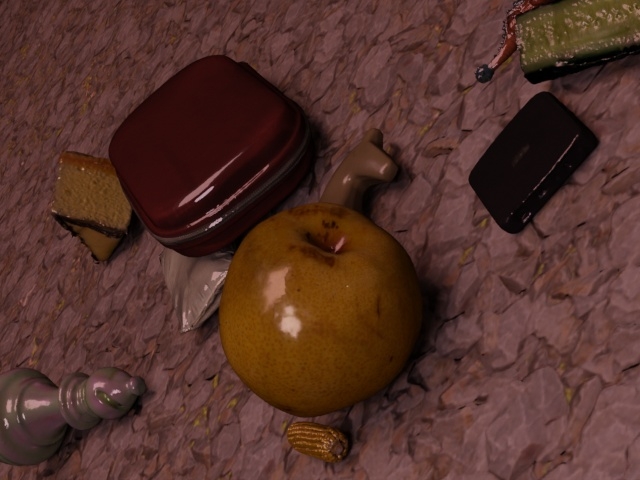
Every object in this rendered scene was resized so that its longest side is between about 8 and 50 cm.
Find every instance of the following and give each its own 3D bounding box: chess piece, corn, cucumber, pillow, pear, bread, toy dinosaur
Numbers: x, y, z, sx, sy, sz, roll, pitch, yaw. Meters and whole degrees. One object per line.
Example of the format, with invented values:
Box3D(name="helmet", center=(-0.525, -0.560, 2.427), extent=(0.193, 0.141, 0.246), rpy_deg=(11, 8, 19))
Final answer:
Box3D(name="chess piece", center=(-0.340, 0.224, 1.702), extent=(0.272, 0.139, 0.139), rpy_deg=(-18, 47, 36))
Box3D(name="corn", center=(-0.003, 0.203, 1.261), extent=(0.092, 0.037, 0.037), rpy_deg=(1, 63, 57))
Box3D(name="cucumber", center=(0.288, -0.211, 1.196), extent=(0.211, 0.062, 0.078), rpy_deg=(-12, 86, 46))
Box3D(name="pillow", center=(-0.162, 0.027, 1.670), extent=(0.128, 0.051, 0.229), rpy_deg=(-47, 28, 11))
Box3D(name="pear", center=(-0.004, 0.075, 1.225), extent=(0.209, 0.209, 0.209), rpy_deg=(-38, 34, 32))
Box3D(name="bread", center=(-0.360, -0.060, 1.974), extent=(0.127, 0.152, 0.147), rpy_deg=(-44, 29, 44))
Box3D(name="toy dinosaur", center=(0.217, -0.229, 1.324), extent=(0.154, 0.049, 0.055), rpy_deg=(-51, 31, 3))

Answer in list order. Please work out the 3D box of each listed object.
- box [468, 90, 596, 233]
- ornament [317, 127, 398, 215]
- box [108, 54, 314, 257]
Box3D(name="box", center=(0.205, -0.079, 1.226), extent=(0.126, 0.027, 0.125), rpy_deg=(-51, 27, 16))
Box3D(name="ornament", center=(0.000, 0.000, 1.429), extent=(0.230, 0.061, 0.245), rpy_deg=(-28, 44, 40))
Box3D(name="box", center=(-0.155, -0.123, 1.705), extent=(0.263, 0.108, 0.404), rpy_deg=(-40, 29, -1))
